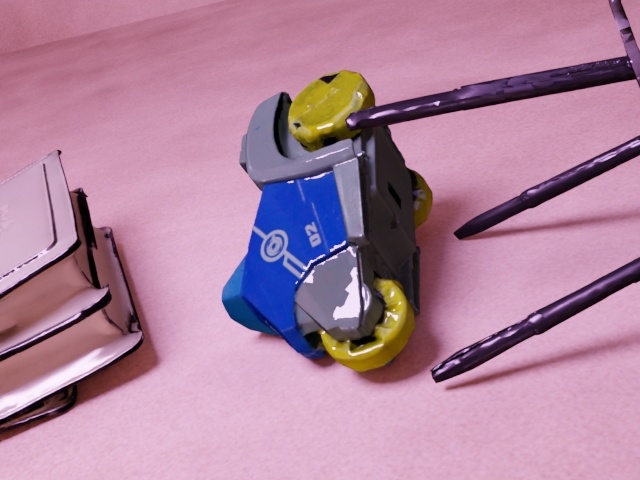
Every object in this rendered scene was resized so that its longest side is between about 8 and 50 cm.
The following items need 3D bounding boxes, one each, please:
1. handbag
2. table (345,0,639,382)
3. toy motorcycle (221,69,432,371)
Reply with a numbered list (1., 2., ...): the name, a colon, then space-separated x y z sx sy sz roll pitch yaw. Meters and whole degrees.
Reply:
1. handbag: -0.358 0.055 0.976 0.237 0.160 0.358 -28 28 -7
2. table: 0.188 -0.055 0.753 0.249 0.317 0.317 -21 25 24
3. toy motorcycle: 0.000 0.000 0.868 0.200 0.191 0.326 -16 45 23
